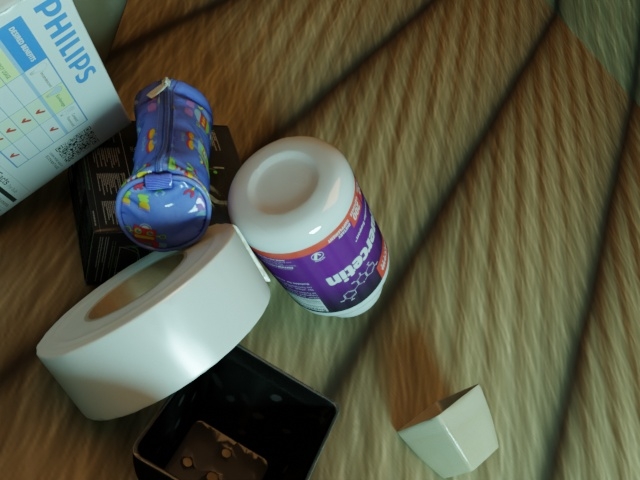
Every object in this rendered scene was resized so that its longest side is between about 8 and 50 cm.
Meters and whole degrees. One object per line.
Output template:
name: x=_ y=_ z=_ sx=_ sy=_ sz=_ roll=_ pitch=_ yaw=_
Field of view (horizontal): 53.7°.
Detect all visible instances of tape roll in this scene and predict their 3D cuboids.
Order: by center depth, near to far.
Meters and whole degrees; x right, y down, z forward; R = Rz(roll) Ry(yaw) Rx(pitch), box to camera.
tape roll: x=-0.208 y=0.094 z=0.809 sx=0.100 sy=0.286 sz=0.286 roll=60 pitch=43 yaw=-16

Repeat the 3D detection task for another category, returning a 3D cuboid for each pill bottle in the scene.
pill bottle: x=0.000 y=0.000 z=0.969 sx=0.181 sy=0.323 sz=0.181 roll=-10 pitch=58 yaw=16

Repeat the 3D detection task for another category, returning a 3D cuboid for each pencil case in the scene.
pencil case: x=-0.213 y=-0.122 z=0.892 sx=0.119 sy=0.133 sz=0.306 roll=-8 pitch=39 yaw=-4

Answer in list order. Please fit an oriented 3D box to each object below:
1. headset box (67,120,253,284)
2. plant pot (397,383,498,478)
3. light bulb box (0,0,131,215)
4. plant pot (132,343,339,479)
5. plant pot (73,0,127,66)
headset box: x=-0.252 y=-0.069 z=1.045 sx=0.283 sy=0.131 sz=0.246 roll=-3 pitch=53 yaw=-29
plant pot: x=0.206 y=0.299 z=0.970 sx=0.109 sy=0.109 sz=0.096 roll=-23 pitch=76 yaw=-39
light bulb box: x=-0.477 y=-0.191 z=0.779 sx=0.361 sy=0.358 sz=0.225 roll=-40 pitch=82 yaw=-13
plant pot: x=-0.115 y=0.266 z=0.789 sx=0.188 sy=0.167 sz=0.187 roll=30 pitch=45 yaw=2
plant pot: x=-0.479 y=-0.410 z=1.096 sx=0.323 sy=0.280 sz=0.323 roll=10 pitch=25 yaw=-5
